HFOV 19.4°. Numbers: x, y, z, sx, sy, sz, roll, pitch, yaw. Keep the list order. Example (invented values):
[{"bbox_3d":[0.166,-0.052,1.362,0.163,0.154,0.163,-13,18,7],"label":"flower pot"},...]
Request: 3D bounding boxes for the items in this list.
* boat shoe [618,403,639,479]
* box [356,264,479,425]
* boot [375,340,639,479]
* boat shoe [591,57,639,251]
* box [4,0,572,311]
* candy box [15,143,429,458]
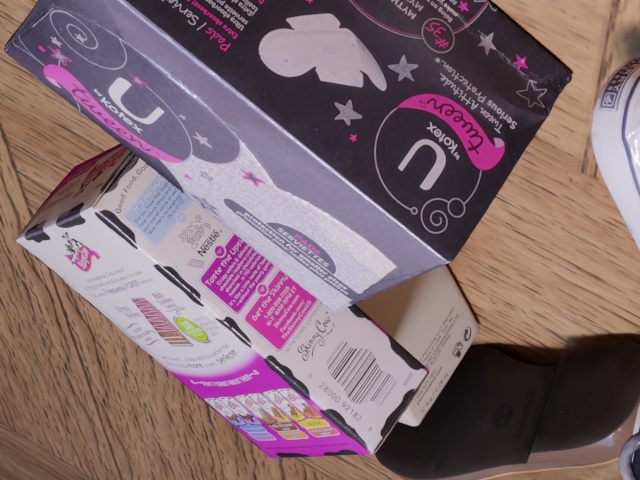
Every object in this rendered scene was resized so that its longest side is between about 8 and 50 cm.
[{"bbox_3d":[0.231,0.088,0.832,0.187,0.156,0.500,32,139,15],"label":"boat shoe"},{"bbox_3d":[0.000,0.000,1.235,0.113,0.094,0.275,18,151,37],"label":"box"},{"bbox_3d":[0.152,0.142,1.303,0.115,0.112,0.305,34,158,-26],"label":"boot"},{"bbox_3d":[0.224,0.016,0.956,0.084,0.095,0.258,14,151,50],"label":"boat shoe"},{"bbox_3d":[-0.023,-0.095,1.018,0.247,0.142,0.163,40,157,-9],"label":"box"},{"bbox_3d":[-0.065,0.040,1.185,0.233,0.071,0.159,42,158,-16],"label":"candy box"}]
